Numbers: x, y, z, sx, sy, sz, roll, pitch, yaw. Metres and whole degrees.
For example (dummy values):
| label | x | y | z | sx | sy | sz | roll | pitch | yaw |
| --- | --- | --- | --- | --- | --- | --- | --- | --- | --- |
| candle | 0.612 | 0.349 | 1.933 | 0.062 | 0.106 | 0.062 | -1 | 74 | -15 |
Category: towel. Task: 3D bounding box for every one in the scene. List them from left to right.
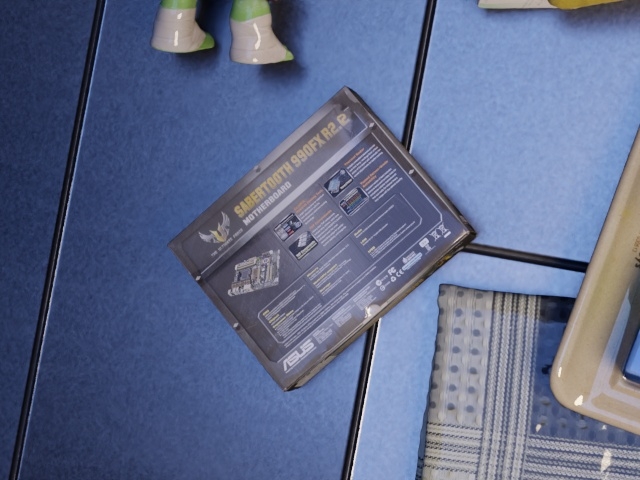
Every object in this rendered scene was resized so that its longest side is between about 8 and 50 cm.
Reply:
| label | x | y | z | sx | sy | sz | roll | pitch | yaw |
| --- | --- | --- | --- | --- | --- | --- | --- | --- | --- |
| towel | 0.237 | 0.216 | 1.203 | 0.312 | 0.056 | 0.324 | 6 | 86 | 11 |

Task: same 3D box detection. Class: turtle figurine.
| label | x | y | z | sx | sy | sz | roll | pitch | yaw |
| --- | --- | --- | --- | --- | --- | --- | --- | --- | --- |
| turtle figurine | -0.073 | -0.313 | 1.277 | 0.197 | 0.275 | 0.266 | 2 | 108 | -8 |

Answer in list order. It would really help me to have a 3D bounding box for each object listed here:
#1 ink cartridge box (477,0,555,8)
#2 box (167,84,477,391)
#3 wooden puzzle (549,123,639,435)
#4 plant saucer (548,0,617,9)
| label | x | y | z | sx | sy | sz | roll | pitch | yaw |
| --- | --- | --- | --- | --- | --- | --- | --- | --- | --- |
| ink cartridge box | 0.253 | -0.306 | 1.234 | 0.224 | 0.056 | 0.181 | -1 | 86 | -5 |
| box | 0.000 | 0.000 | 1.262 | 0.231 | 0.056 | 0.183 | -42 | 78 | 8 |
| wooden puzzle | 0.404 | 0.040 | 1.125 | 0.348 | 0.080 | 0.322 | 20 | 81 | 13 |
| plant saucer | 0.311 | -0.379 | 1.086 | 0.333 | 0.081 | 0.333 | -5 | 84 | 34 |
